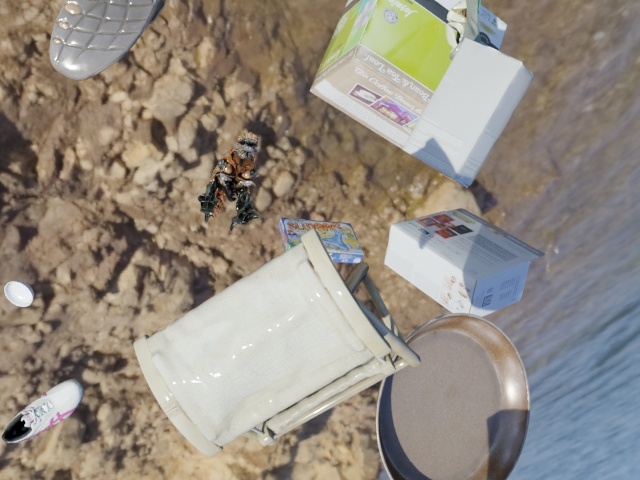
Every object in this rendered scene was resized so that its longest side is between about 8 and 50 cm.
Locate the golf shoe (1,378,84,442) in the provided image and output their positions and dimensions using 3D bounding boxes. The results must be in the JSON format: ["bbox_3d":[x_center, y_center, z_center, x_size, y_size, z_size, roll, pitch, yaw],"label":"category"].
[{"bbox_3d":[-0.566,0.355,1.406,0.186,0.067,0.086,-39,177,4],"label":"golf shoe"}]

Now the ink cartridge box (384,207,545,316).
[{"bbox_3d":[0.374,0.050,1.790,0.272,0.309,0.130,-15,126,-33],"label":"ink cartridge box"}]

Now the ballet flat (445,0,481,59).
[{"bbox_3d":[0.291,-0.447,1.403,0.068,0.213,0.072,12,147,-7],"label":"ballet flat"}]

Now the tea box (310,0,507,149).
[{"bbox_3d":[0.206,-0.424,1.592,0.329,0.323,0.220,29,160,-20],"label":"tea box"}]

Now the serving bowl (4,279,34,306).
[{"bbox_3d":[-0.836,0.143,1.918,0.083,0.027,0.083,5,120,9],"label":"serving bowl"}]

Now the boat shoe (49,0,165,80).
[{"bbox_3d":[-0.310,-0.386,1.108,0.324,0.123,0.116,-54,-174,-8],"label":"boat shoe"}]

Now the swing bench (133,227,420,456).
[{"bbox_3d":[-0.041,0.138,0.854,0.253,0.165,0.255,-32,161,11],"label":"swing bench"}]

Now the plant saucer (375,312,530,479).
[{"bbox_3d":[0.206,0.269,1.092,0.311,0.310,0.050,-8,-178,-28],"label":"plant saucer"}]

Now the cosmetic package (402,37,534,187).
[{"bbox_3d":[0.272,-0.234,1.267,0.238,0.127,0.107,-58,152,10],"label":"cosmetic package"}]

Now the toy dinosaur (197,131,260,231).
[{"bbox_3d":[-0.241,-0.153,1.897,0.164,0.218,0.322,3,144,-3],"label":"toy dinosaur"}]

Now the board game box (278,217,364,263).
[{"bbox_3d":[0.000,0.000,1.801,0.201,0.136,0.035,4,127,-20],"label":"board game box"}]
